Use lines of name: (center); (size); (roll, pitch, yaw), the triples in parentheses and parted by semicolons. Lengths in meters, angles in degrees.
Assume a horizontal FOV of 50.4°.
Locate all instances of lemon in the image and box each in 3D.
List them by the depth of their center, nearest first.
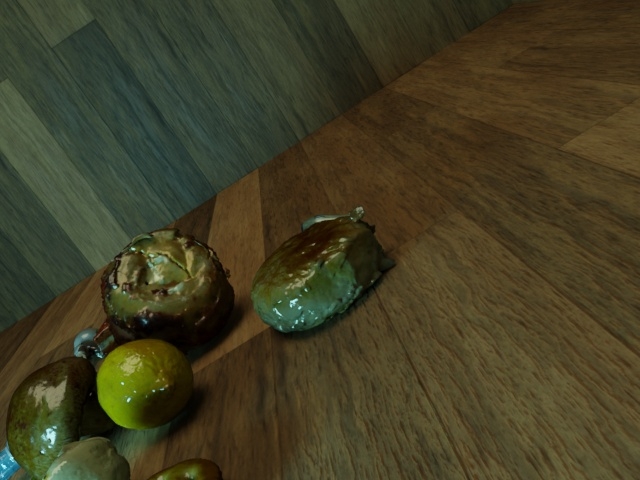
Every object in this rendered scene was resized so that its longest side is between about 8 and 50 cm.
lemon: (-0.365, 0.297, 1.409); (0.257, 0.188, 0.188); (-12, 27, 48)

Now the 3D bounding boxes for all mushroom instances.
mushroom: (-0.553, 0.381, 1.452); (0.195, 0.263, 0.283); (2, -16, 9)

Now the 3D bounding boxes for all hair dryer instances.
hair dryer: (0.018, -0.011, 1.809); (0.167, 0.067, 0.199); (-21, 31, 20)

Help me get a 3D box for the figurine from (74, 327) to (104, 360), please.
figurine: (-0.715, 0.335, 2.104); (0.147, 0.093, 0.197); (-54, 23, 9)

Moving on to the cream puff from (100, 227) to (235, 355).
cream puff: (-0.388, 0.149, 1.715); (0.350, 0.350, 0.228); (-45, -20, -34)

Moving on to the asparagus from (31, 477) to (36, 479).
asparagus: (-0.615, 0.544, 1.437); (0.027, 0.034, 0.236); (-15, 19, -2)

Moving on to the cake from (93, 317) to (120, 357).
cake: (-0.464, 0.223, 1.842); (0.160, 0.158, 0.262); (-27, 20, 24)

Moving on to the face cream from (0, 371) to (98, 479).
face cream: (-0.653, 0.446, 1.613); (0.337, 0.080, 0.163); (-44, -20, -15)

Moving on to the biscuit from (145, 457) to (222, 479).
biscuit: (-0.235, 0.426, 1.030); (0.220, 0.066, 0.220); (-29, 18, 10)

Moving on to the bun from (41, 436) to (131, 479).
bun: (-0.394, 0.435, 1.137); (0.145, 0.229, 0.229); (9, 0, -15)

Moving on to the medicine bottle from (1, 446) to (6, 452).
medicine bottle: (-0.723, 0.497, 1.732); (0.221, 0.061, 0.092); (-37, -7, -11)

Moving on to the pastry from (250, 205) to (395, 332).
pastry: (-0.016, 0.072, 1.481); (0.330, 0.136, 0.329); (-29, 19, 11)
